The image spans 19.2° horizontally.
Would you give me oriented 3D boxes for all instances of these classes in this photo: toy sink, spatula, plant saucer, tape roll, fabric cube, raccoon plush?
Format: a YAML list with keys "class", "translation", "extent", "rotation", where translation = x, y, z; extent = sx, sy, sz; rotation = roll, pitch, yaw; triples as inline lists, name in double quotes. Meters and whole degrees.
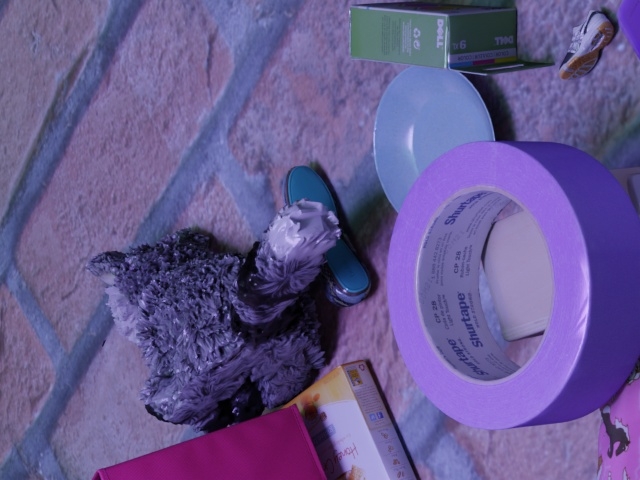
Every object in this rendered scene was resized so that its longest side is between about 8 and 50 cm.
- class: "toy sink"
  translation: [0.295, 0.003, 1.874]
  extent: [0.234, 0.153, 0.131]
  rotation: [-24, 78, 49]
- class: "spatula"
  translation: [0.382, -0.149, 1.835]
  extent: [0.296, 0.030, 0.084]
  rotation: [52, 144, 27]
- class: "plant saucer"
  translation: [0.137, -0.105, 2.120]
  extent: [0.195, 0.037, 0.195]
  rotation: [12, 107, 47]
- class: "tape roll"
  translation: [0.186, 0.042, 1.812]
  extent: [0.275, 0.090, 0.275]
  rotation: [2, 93, 49]
- class: "fabric cube"
  translation: [-0.124, 0.384, 2.288]
  extent: [0.259, 0.258, 0.254]
  rotation: [67, 158, 17]
- class: "raccoon plush"
  translation: [-0.114, 0.022, 2.324]
  extent: [0.446, 0.216, 0.299]
  rotation: [-53, 52, 34]

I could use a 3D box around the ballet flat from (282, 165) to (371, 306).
- class: "ballet flat"
  translation: [0.000, 0.000, 2.282]
  extent: [0.070, 0.070, 0.188]
  rotation: [-45, 60, 43]

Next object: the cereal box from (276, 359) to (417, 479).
- class: "cereal box"
  translation: [0.040, 0.287, 2.294]
  extent: [0.173, 0.047, 0.240]
  rotation: [-41, 66, 46]

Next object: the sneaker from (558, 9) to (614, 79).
- class: "sneaker"
  translation: [0.273, -0.203, 1.958]
  extent: [0.083, 0.032, 0.037]
  rotation: [-53, 44, 34]

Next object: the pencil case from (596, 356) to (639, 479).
- class: "pencil case"
  translation: [0.325, 0.262, 1.798]
  extent: [0.160, 0.167, 0.386]
  rotation: [-3, 72, 19]

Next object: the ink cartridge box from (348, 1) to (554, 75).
- class: "ink cartridge box"
  translation: [0.140, -0.221, 2.042]
  extent: [0.209, 0.109, 0.062]
  rotation: [13, 107, 47]
